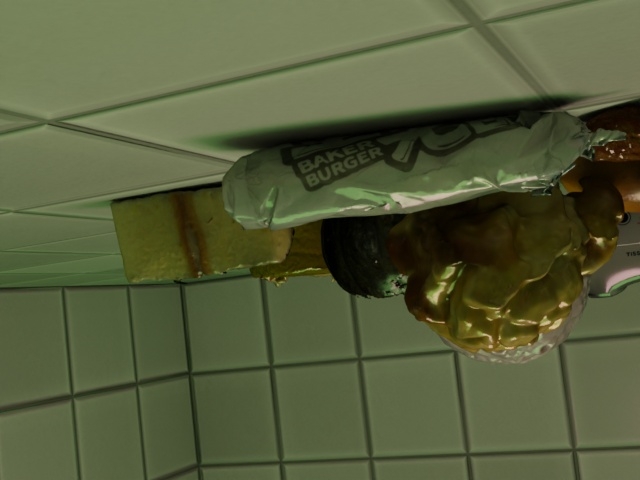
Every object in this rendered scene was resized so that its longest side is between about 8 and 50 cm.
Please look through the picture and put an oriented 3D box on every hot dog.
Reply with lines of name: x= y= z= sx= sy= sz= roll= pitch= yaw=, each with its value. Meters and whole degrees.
hot dog: x=0.377 y=-0.125 z=1.072 sx=0.099 sy=0.065 sz=0.147 roll=-3 pitch=-174 yaw=-36

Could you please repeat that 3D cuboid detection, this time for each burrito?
burrito: x=0.113 y=-0.081 z=1.023 sx=0.446 sy=0.101 sz=0.139 roll=-8 pitch=-176 yaw=5

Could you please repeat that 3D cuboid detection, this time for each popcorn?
popcorn: x=0.234 y=0.003 z=1.171 sx=0.332 sy=0.265 sz=0.225 roll=-26 pitch=148 yaw=-22

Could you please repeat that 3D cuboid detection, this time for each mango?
mango: x=0.424 y=-0.095 z=1.272 sx=0.145 sy=0.112 sz=0.219 roll=-6 pitch=-175 yaw=-24

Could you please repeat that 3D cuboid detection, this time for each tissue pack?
tissue pack: x=0.723 y=-0.009 z=2.031 sx=0.333 sy=0.235 sz=0.229 roll=-7 pitch=-176 yaw=18

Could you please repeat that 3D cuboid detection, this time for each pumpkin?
pumpkin: x=0.159 y=-0.009 z=1.424 sx=0.321 sy=0.192 sz=0.320 roll=-4 pitch=175 yaw=0

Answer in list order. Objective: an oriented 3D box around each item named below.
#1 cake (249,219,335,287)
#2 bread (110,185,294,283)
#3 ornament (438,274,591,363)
cake: x=0.000 y=0.000 z=1.626 sx=0.261 sy=0.156 sz=0.179 roll=-6 pitch=-178 yaw=-30
bread: x=-0.172 y=-0.026 z=1.346 sx=0.266 sy=0.178 sz=0.142 roll=-11 pitch=143 yaw=17
ornament: x=0.340 y=0.057 z=1.706 sx=0.337 sy=0.337 sz=0.337 roll=-6 pitch=175 yaw=-1
